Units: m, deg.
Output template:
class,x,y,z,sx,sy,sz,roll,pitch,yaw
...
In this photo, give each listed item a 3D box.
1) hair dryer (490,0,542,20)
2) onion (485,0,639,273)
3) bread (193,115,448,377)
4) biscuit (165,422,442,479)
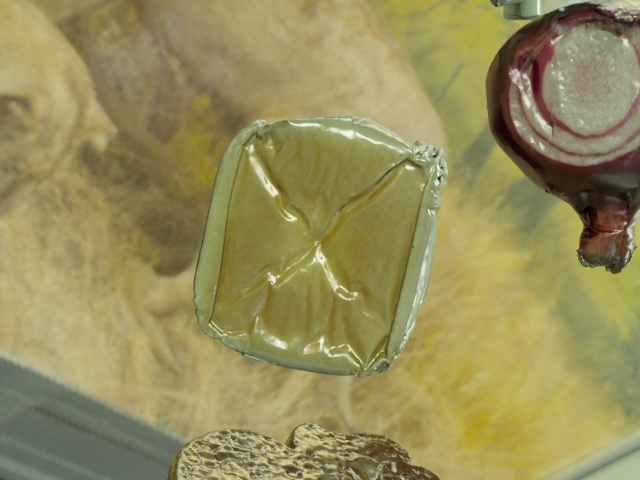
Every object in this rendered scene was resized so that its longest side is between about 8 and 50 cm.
class,x,y,z,sx,sy,sz,roll,pitch,yaw
hair dryer,0.178,-0.236,1.230,0.124,0.038,0.063,-28,119,-63
onion,0.215,-0.078,0.971,0.135,0.173,0.198,-12,99,-52
bread,0.000,0.002,1.092,0.110,0.192,0.209,24,75,-81
biscuit,-0.004,0.140,0.688,0.175,0.026,0.124,-1,31,-46
